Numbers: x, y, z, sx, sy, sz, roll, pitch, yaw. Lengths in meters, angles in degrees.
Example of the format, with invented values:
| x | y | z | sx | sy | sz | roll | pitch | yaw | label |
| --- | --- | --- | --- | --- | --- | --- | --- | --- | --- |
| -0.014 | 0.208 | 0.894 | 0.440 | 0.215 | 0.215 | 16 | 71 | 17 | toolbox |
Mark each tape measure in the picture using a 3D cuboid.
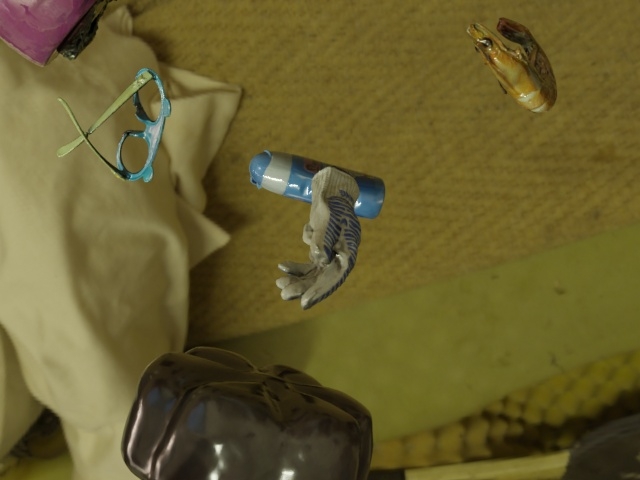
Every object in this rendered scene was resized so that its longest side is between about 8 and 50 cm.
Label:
| x | y | z | sx | sy | sz | roll | pitch | yaw | label |
| --- | --- | --- | --- | --- | --- | --- | --- | --- | --- |
| -0.355 | -0.365 | 1.254 | 0.149 | 0.232 | 0.245 | 39 | 133 | -18 | tape measure |

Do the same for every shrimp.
| x | y | z | sx | sy | sz | roll | pitch | yaw | label |
| --- | --- | --- | --- | --- | --- | --- | --- | --- | --- |
| 0.208 | -0.199 | 0.938 | 0.045 | 0.095 | 0.162 | 0 | 155 | 47 | shrimp |

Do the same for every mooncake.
| x | y | z | sx | sy | sz | roll | pitch | yaw | label |
| --- | --- | --- | --- | --- | --- | --- | --- | --- | --- |
| -0.065 | 0.191 | 0.850 | 0.244 | 0.245 | 0.133 | 16 | 93 | -15 | mooncake |

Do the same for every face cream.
| x | y | z | sx | sy | sz | roll | pitch | yaw | label |
| --- | --- | --- | --- | --- | --- | --- | --- | --- | --- |
| -0.010 | -0.113 | 1.730 | 0.263 | 0.149 | 0.083 | 14 | 105 | -11 | face cream |

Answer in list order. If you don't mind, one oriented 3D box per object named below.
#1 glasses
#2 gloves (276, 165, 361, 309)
| x | y | z | sx | sy | sz | roll | pitch | yaw | label |
| --- | --- | --- | --- | --- | --- | --- | --- | --- | --- |
| -0.399 | -0.223 | 1.672 | 0.206 | 0.102 | 0.239 | 11 | 124 | -23 | glasses |
| 0.006 | -0.001 | 1.163 | 0.097 | 0.229 | 0.119 | 15 | 141 | 8 | gloves |
